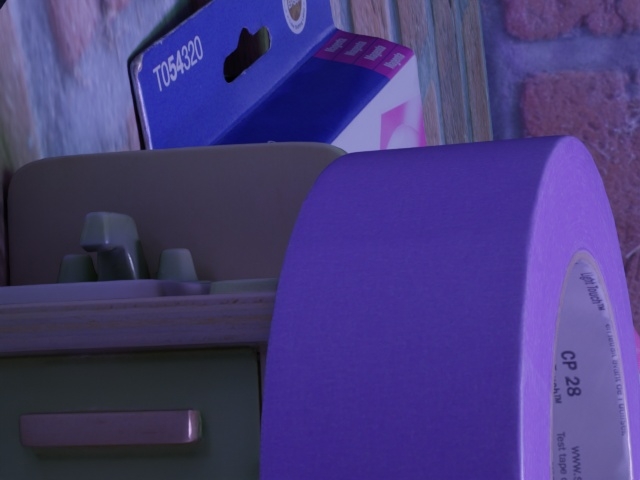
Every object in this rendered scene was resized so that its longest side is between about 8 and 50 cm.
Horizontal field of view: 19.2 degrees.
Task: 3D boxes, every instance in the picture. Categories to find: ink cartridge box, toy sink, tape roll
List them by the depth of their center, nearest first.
[{"bbox_3d":[0.062,0.100,0.716,0.275,0.090,0.275,-4,90,-73],"label":"tape roll"},{"bbox_3d":[-0.066,0.075,0.727,0.131,0.153,0.234,13,75,-78],"label":"toy sink"},{"bbox_3d":[0.000,0.000,1.163,0.324,0.071,0.330,-51,137,-61],"label":"ink cartridge box"}]

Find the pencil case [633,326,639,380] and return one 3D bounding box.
[{"bbox_3d":[0.043,0.079,0.975,0.386,0.167,0.160,10,44,-58],"label":"pencil case"}]

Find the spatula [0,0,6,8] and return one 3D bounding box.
[{"bbox_3d":[-0.152,-0.049,0.630,0.296,0.030,0.084,-74,171,-63],"label":"spatula"}]

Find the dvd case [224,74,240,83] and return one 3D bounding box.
[{"bbox_3d":[-0.041,0.004,1.200,0.164,0.018,0.221,-25,112,-76],"label":"dvd case"}]
